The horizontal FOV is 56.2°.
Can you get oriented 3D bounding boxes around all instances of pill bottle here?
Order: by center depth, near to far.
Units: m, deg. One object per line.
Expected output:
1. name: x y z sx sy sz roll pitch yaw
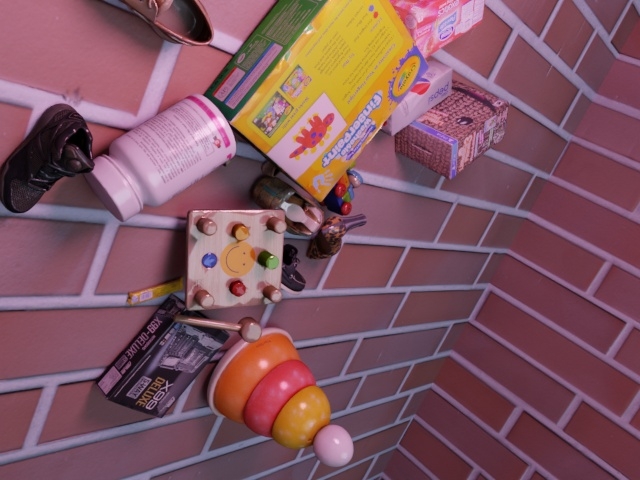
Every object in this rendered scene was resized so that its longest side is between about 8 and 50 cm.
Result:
1. pill bottle: -0.331 -0.170 1.246 0.283 0.160 0.160 -39 143 -23

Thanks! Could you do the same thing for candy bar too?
1. candy bar: -0.418 0.129 1.531 0.162 0.018 0.040 -17 128 -42

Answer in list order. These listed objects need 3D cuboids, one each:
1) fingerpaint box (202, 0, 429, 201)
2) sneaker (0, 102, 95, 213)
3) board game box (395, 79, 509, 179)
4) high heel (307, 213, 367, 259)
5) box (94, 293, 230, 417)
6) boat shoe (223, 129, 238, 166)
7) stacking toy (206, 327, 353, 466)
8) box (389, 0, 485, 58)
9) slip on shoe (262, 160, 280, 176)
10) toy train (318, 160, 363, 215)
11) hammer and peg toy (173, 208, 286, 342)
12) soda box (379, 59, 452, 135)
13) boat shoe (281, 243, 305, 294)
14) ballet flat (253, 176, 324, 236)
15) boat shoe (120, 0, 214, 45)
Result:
1. fingerpaint box: 0.000 -0.375 1.425 0.444 0.163 0.371 -52 138 1
2. sneaker: -0.500 -0.133 1.102 0.227 0.130 0.087 -53 145 1
3. board game box: 0.423 -0.366 1.943 0.291 0.232 0.141 -37 142 -25
4. high heel: 0.000 0.000 1.813 0.261 0.093 0.186 -38 166 38
5. box: -0.423 0.322 1.641 0.307 0.077 0.242 -50 146 -9
6. boat shoe: -0.217 -0.227 1.400 0.048 0.056 0.153 -45 171 -21
7. stacking toy: -0.092 0.531 1.867 0.351 0.480 0.350 -31 139 -31
8. box: 0.308 -0.631 1.647 0.300 0.142 0.154 -37 143 -24
9. slip on shoe: -0.096 -0.220 1.600 0.135 0.041 0.051 -42 144 -19
10. toy train: 0.051 -0.198 1.758 0.143 0.105 0.248 -53 148 -22
11. hammer and peg toy: -0.222 0.099 1.517 0.266 0.127 0.361 -1 102 -28
12. soda box: 0.279 -0.438 1.827 0.286 0.091 0.098 -37 142 -25
13. boat shoe: -0.119 0.054 1.739 0.113 0.127 0.340 -44 138 5
14. ballet flat: -0.063 -0.074 1.704 0.123 0.123 0.348 -55 147 0
15. boat shoe: -0.305 -0.455 1.068 0.123 0.116 0.324 -58 146 5
